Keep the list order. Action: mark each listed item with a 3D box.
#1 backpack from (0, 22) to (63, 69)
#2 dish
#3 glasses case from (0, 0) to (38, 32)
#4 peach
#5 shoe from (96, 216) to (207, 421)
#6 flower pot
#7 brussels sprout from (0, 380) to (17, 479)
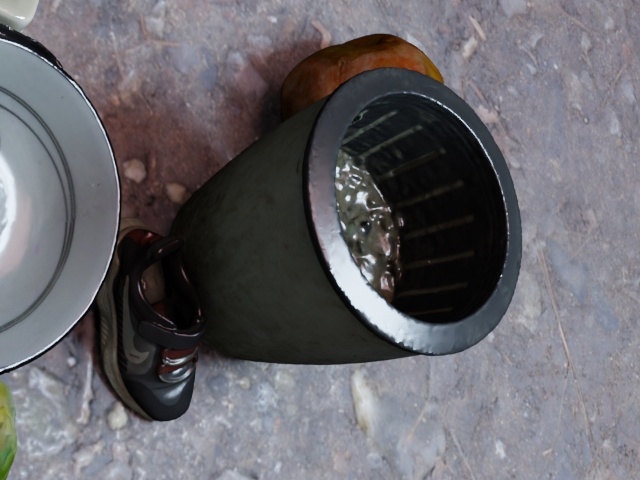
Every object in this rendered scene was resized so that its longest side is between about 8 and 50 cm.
[{"bbox_3d":[-0.345,-0.170,1.164,0.165,0.120,0.106,26,83,-32],"label":"backpack"},{"bbox_3d":[-0.339,-0.033,1.080,0.316,0.106,0.316,-2,92,-46],"label":"dish"},{"bbox_3d":[-0.427,-0.321,1.163,0.313,0.070,0.131,24,63,-33],"label":"glasses case"},{"bbox_3d":[0.056,-0.162,1.447,0.214,0.214,0.235,45,33,-22],"label":"peach"},{"bbox_3d":[-0.170,0.086,1.220,0.099,0.112,0.227,-23,103,-41],"label":"shoe"},{"bbox_3d":[0.000,0.000,1.259,0.293,0.330,0.294,13,69,-39],"label":"flower pot"},{"bbox_3d":[-0.356,0.187,1.048,0.149,0.122,0.151,-6,49,-50],"label":"brussels sprout"}]
